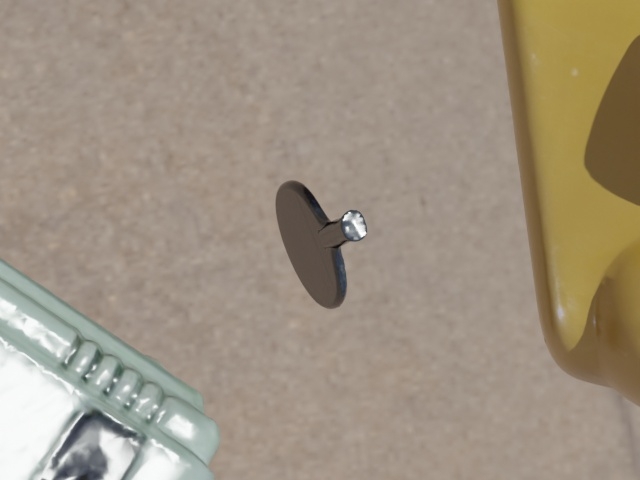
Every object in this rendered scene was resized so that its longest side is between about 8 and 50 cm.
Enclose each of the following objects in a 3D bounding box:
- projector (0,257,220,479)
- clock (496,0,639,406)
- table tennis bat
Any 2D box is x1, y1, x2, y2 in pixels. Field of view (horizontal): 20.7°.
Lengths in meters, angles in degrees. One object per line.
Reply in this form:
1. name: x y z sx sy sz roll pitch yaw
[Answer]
1. projector: -0.157 0.051 0.594 0.192 0.257 0.099 35 73 -13
2. clock: 0.192 -0.058 0.843 0.244 0.200 0.317 -57 152 -47
3. table tennis bat: 0.000 0.000 1.882 0.027 0.236 0.150 -22 89 -19
